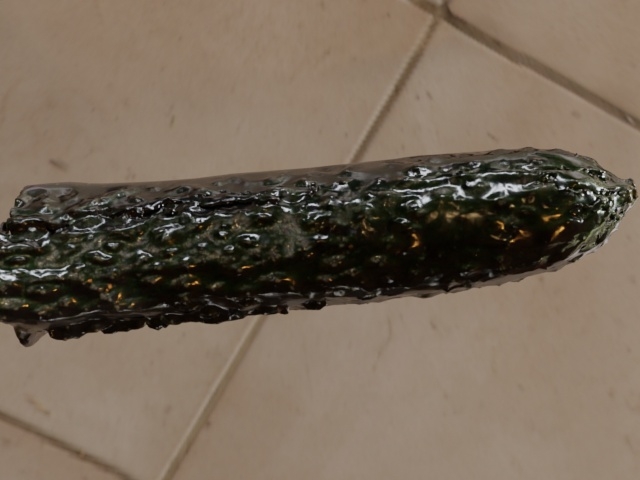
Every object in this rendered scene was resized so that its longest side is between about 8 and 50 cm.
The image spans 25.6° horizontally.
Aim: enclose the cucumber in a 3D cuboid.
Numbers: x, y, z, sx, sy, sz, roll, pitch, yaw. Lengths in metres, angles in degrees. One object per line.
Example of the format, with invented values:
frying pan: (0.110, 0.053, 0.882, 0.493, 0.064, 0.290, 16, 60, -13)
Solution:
cucumber: (-0.001, 0.000, 0.555, 0.245, 0.067, 0.067, -5, 108, 2)
